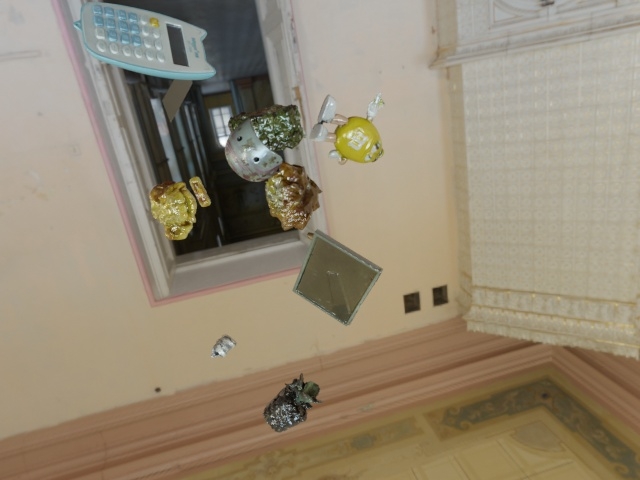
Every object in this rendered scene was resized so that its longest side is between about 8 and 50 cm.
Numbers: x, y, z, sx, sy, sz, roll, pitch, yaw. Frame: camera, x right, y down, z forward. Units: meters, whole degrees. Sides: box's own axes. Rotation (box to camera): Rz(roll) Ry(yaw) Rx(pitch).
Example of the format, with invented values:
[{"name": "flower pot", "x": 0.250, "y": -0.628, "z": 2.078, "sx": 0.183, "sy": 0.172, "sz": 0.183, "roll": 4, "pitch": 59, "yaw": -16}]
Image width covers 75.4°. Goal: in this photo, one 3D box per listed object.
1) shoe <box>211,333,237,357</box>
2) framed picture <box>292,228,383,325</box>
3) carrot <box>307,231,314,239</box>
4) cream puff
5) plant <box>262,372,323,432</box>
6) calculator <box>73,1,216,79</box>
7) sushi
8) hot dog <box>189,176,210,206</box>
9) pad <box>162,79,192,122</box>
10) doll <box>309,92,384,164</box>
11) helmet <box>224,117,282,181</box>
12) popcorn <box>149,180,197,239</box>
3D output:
[{"name": "shoe", "x": -0.526, "y": 0.571, "z": 2.215, "sx": 0.180, "sy": 0.089, "sz": 0.092, "roll": -31, "pitch": -164, "yaw": 43}, {"name": "framed picture", "x": 0.042, "y": 0.130, "z": 1.306, "sx": 0.232, "sy": 0.315, "sz": 0.024, "roll": 32, "pitch": -134, "yaw": 9}, {"name": "carrot", "x": -0.001, "y": 0.001, "z": 2.067, "sx": 0.165, "sy": 0.035, "sz": 0.036, "roll": 28, "pitch": -145, "yaw": 26}, {"name": "cream puff", "x": -0.109, "y": -0.176, "z": 1.586, "sx": 0.155, "sy": 0.269, "sz": 0.241, "roll": -10, "pitch": -151, "yaw": 36}, {"name": "plant", "x": -0.097, "y": 0.571, "z": 1.452, "sx": 0.203, "sy": 0.142, "sz": 0.131, "roll": -35, "pitch": 174, "yaw": 11}, {"name": "calculator", "x": -0.527, "y": -0.603, "z": 1.259, "sx": 0.386, "sy": 0.256, "sz": 0.054, "roll": -1, "pitch": 154, "yaw": -35}, {"name": "sushi", "x": -0.214, "y": -0.453, "z": 1.696, "sx": 0.294, "sy": 0.178, "sz": 0.352, "roll": -14, "pitch": -159, "yaw": 0}, {"name": "hot dog", "x": -0.340, "y": -0.135, "z": 1.168, "sx": 0.030, "sy": 0.090, "sz": 0.034, "roll": -22, "pitch": -158, "yaw": -2}, {"name": "pad", "x": -0.619, "y": -0.650, "z": 1.800, "sx": 0.004, "sy": 0.243, "sz": 0.163, "roll": 19, "pitch": 159, "yaw": -1}, {"name": "doll", "x": 0.144, "y": -0.518, "z": 1.961, "sx": 0.423, "sy": 0.348, "sz": 0.161, "roll": -12, "pitch": -140, "yaw": -21}, {"name": "helmet", "x": -0.184, "y": -0.211, "z": 1.057, "sx": 0.107, "sy": 0.153, "sz": 0.177, "roll": -41, "pitch": -178, "yaw": -14}, {"name": "popcorn", "x": -0.769, "y": -0.169, "z": 2.204, "sx": 0.265, "sy": 0.332, "sz": 0.225, "roll": -19, "pitch": 168, "yaw": 42}]
